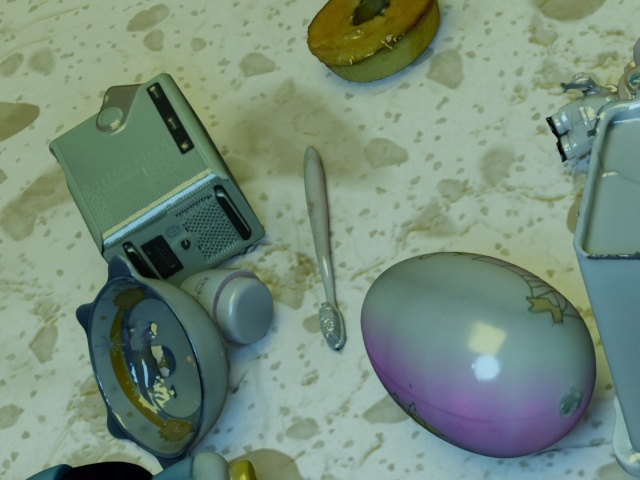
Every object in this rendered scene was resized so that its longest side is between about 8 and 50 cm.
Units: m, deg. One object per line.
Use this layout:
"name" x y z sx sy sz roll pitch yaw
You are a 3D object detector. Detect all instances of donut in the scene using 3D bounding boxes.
"donut" 0.071 -0.267 2.232 0.178 0.065 0.162 -43 43 -9

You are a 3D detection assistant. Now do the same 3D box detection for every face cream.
"face cream" -0.109 0.075 2.027 0.095 0.091 0.091 8 58 40

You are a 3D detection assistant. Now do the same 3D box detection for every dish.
"dish" -0.170 0.125 1.979 0.086 0.236 0.228 -18 29 -40

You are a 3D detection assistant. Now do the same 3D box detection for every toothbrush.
"toothbrush" 0.000 0.000 2.073 0.025 0.029 0.307 -21 47 15

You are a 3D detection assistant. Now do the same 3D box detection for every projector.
"projector" -0.200 -0.068 2.140 0.177 0.163 0.242 -30 51 0

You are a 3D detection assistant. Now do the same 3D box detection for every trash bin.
"trash bin" 0.361 0.064 1.613 0.255 0.368 0.296 1 55 26

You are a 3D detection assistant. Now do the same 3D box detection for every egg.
"egg" 0.156 0.107 1.804 0.196 0.196 0.271 -37 38 -5

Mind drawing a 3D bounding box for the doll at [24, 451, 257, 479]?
"doll" -0.219 0.301 1.867 0.314 0.141 0.177 -12 25 8

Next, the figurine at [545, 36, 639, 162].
"figurine" 0.362 -0.154 1.970 0.229 0.112 0.137 -24 74 16
